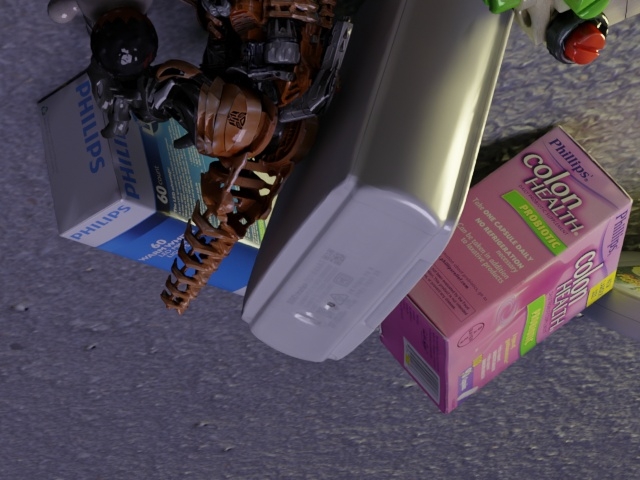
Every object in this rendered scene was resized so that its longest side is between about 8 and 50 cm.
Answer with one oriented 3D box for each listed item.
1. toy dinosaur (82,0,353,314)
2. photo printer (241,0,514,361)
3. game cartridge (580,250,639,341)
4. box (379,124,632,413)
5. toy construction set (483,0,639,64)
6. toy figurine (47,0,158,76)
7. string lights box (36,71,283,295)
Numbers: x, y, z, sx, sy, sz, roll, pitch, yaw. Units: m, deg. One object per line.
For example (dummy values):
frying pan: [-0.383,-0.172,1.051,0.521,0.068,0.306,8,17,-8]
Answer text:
toy dinosaur: [-0.071,-0.113,1.273,0.164,0.218,0.322,38,82,-42]
photo printer: [0.051,-0.087,1.329,0.107,0.307,0.256,25,145,-10]
game cartridge: [0.399,0.070,1.896,0.196,0.060,0.294,-7,-162,-29]
box: [0.186,0.035,1.741,0.243,0.117,0.213,-36,157,-13]
toy construction set: [0.218,-0.254,1.211,0.327,0.151,0.215,-12,139,-4]
toy figurine: [-0.172,-0.205,1.127,0.213,0.148,0.209,2,150,-32]
string lights box: [-0.125,-0.046,1.493,0.077,0.133,0.259,-28,151,28]
